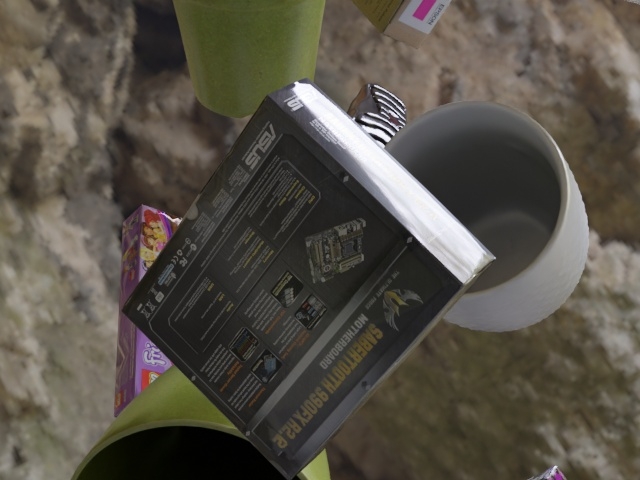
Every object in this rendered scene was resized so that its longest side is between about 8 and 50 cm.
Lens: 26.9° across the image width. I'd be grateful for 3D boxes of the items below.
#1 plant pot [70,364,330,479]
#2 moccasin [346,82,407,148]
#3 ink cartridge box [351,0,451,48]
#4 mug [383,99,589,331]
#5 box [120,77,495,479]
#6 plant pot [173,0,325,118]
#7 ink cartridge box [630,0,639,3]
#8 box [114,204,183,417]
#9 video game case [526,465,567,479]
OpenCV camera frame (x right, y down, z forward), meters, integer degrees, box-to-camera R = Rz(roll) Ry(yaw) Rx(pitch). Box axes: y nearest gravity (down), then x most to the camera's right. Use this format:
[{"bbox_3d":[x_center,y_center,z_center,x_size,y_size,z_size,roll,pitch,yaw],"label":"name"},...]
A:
[{"bbox_3d":[-0.104,0.231,1.457,0.275,0.275,0.293,-41,14,23],"label":"plant pot"},{"bbox_3d":[0.069,-0.151,2.223,0.147,0.139,0.380,-54,15,19],"label":"moccasin"},{"bbox_3d":[0.147,-0.451,2.104,0.088,0.193,0.235,18,-63,-40],"label":"ink cartridge box"},{"bbox_3d":[0.195,0.011,1.881,0.374,0.276,0.328,-24,-23,11],"label":"mug"},{"bbox_3d":[-0.016,0.031,0.939,0.231,0.183,0.056,-53,-11,34],"label":"box"},{"bbox_3d":[-0.101,-0.327,1.928,0.276,0.276,0.254,-22,-47,-24],"label":"plant pot"},{"bbox_3d":[0.427,-0.395,1.850,0.353,0.207,0.119,6,-71,-37],"label":"ink cartridge box"},{"bbox_3d":[-0.166,0.114,1.755,0.201,0.293,0.057,19,-39,-31],"label":"box"},{"bbox_3d":[0.285,0.415,1.662,0.210,0.232,0.042,-40,-3,43],"label":"video game case"}]
